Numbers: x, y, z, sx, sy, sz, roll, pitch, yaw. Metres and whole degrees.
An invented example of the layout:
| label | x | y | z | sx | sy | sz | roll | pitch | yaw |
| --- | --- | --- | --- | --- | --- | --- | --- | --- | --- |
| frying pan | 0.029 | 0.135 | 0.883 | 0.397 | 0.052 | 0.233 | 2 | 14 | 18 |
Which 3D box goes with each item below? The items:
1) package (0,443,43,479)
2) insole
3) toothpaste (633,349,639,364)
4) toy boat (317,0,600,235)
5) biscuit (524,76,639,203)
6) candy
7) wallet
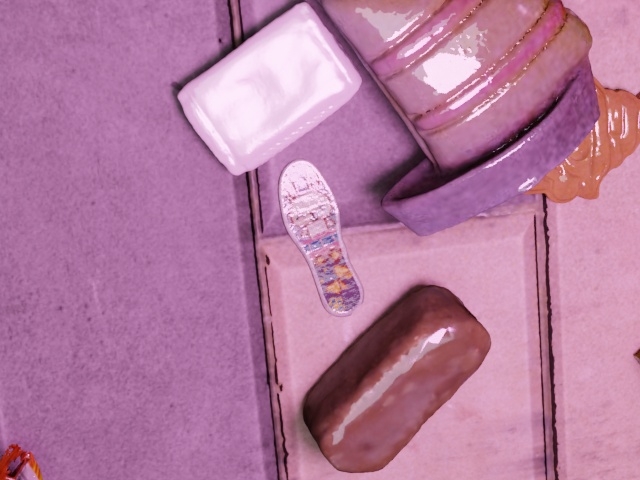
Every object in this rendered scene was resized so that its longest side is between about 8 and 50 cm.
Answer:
| label | x | y | z | sx | sy | sz | roll | pitch | yaw |
| --- | --- | --- | --- | --- | --- | --- | --- | --- | --- |
| package | -0.352 | 0.389 | 1.513 | 0.223 | 0.108 | 0.288 | -30 | 111 | -1 |
| insole | 0.000 | 0.000 | 1.535 | 0.065 | 0.004 | 0.197 | -21 | 107 | -6 |
| toothpaste | 0.526 | 0.070 | 1.619 | 0.313 | 0.089 | 0.071 | -40 | 103 | 1 |
| toy boat | 0.168 | -0.168 | 1.434 | 0.276 | 0.111 | 0.294 | -19 | 114 | -5 |
| biscuit | 0.275 | -0.114 | 1.551 | 0.250 | 0.035 | 0.162 | -21 | 104 | -4 |
| candy | 0.086 | 0.159 | 1.544 | 0.102 | 0.104 | 0.234 | 40 | 94 | -23 |
| wallet | -0.054 | -0.163 | 1.467 | 0.183 | 0.032 | 0.124 | -37 | 109 | 1 |
